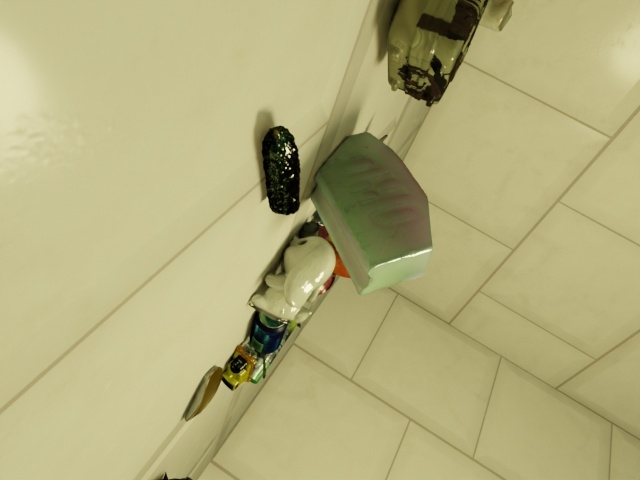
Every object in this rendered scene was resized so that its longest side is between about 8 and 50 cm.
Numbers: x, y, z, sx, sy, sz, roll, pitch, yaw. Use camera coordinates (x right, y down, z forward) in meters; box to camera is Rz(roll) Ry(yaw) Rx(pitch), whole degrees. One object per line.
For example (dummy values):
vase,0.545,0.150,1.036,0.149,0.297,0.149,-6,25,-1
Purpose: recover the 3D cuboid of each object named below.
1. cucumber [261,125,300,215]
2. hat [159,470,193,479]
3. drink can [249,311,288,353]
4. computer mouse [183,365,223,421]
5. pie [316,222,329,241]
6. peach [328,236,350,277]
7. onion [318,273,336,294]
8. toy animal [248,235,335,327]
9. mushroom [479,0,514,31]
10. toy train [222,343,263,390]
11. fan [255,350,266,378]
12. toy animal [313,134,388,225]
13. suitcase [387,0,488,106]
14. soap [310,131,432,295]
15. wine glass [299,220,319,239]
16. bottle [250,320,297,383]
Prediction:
cucumber,-0.070,-0.131,0.904,0.072,0.072,0.300,-56,171,-19
hat,-0.546,0.891,1.595,0.336,0.209,0.238,67,32,-59
drink can,-0.178,0.303,1.673,0.118,0.118,0.204,-52,171,-38
computer mouse,-0.356,0.477,1.493,0.199,0.045,0.102,-62,169,15
pie,0.000,0.000,1.677,0.182,0.050,0.182,-169,-90,-86
peach,0.125,0.029,1.843,0.248,0.275,0.245,-49,132,-14
onion,-0.034,0.145,1.908,0.184,0.184,0.147,-52,128,-38
toy animal,-0.070,0.127,1.479,0.289,0.174,0.249,-62,172,29
mushroom,0.441,-0.680,1.424,0.243,0.244,0.243,-57,172,-13
toy train,-0.279,0.445,1.699,0.127,0.089,0.219,-40,163,-36
fan,-0.202,0.383,1.830,0.294,0.012,0.223,170,-60,-73
toy animal,0.103,-0.202,1.668,0.367,0.081,0.206,-51,176,1
suitcase,0.276,-0.525,1.135,0.351,0.194,0.339,16,99,-83
soap,0.140,-0.092,1.325,0.262,0.446,0.156,-16,145,-14
wine glass,-0.051,0.015,1.596,0.066,0.066,0.198,-53,168,-37
bottle,-0.214,0.452,2.075,0.330,0.093,0.093,-55,171,-27
